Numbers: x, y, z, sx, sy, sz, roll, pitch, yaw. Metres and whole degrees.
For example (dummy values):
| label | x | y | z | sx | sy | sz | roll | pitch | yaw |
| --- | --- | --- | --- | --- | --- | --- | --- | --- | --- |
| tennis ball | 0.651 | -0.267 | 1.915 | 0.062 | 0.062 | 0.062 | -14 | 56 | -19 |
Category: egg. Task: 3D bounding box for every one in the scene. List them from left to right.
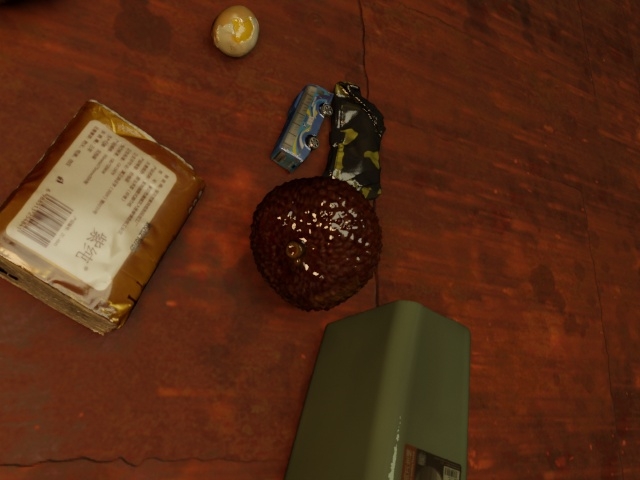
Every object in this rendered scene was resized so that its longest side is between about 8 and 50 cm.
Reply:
| label | x | y | z | sx | sy | sz | roll | pitch | yaw |
| --- | --- | --- | --- | --- | --- | --- | --- | --- | --- |
| egg | -0.127 | -0.319 | 0.959 | 0.071 | 0.071 | 0.083 | 33 | 57 | -23 |

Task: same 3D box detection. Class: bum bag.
| label | x | y | z | sx | sy | sz | roll | pitch | yaw |
| --- | --- | --- | --- | --- | --- | --- | --- | --- | --- |
| bum bag | 0.058 | -0.155 | 1.043 | 0.106 | 0.060 | 0.233 | 16 | 63 | -21 |

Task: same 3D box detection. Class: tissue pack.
| label | x | y | z | sx | sy | sz | roll | pitch | yaw |
| --- | --- | --- | --- | --- | --- | --- | --- | --- | --- |
| tissue pack | -0.264 | -0.030 | 0.750 | 0.183 | 0.092 | 0.226 | 37 | 55 | -20 |

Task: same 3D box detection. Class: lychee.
| label | x | y | z | sx | sy | sz | roll | pitch | yaw |
| --- | --- | --- | --- | --- | --- | --- | --- | --- | --- |
| lychee | -0.002 | -0.002 | 0.875 | 0.194 | 0.194 | 0.195 | 12 | 68 | -32 |

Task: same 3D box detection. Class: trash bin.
| label | x | y | z | sx | sy | sz | roll | pitch | yaw |
| --- | --- | --- | --- | --- | --- | --- | --- | --- | --- |
| trash bin | 0.069 | 0.268 | 0.809 | 0.158 | 0.223 | 0.344 | 26 | 59 | -27 |

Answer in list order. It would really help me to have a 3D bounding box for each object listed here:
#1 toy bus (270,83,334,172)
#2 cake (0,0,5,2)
| label | x | y | z | sx | sy | sz | roll | pitch | yaw |
| --- | --- | --- | --- | --- | --- | --- | --- | --- | --- |
| toy bus | -0.027 | -0.179 | 0.998 | 0.061 | 0.051 | 0.153 | 30 | 59 | -18 |
| cake | -0.390 | -0.418 | 0.724 | 0.151 | 0.176 | 0.283 | -37 | 118 | -36 |
